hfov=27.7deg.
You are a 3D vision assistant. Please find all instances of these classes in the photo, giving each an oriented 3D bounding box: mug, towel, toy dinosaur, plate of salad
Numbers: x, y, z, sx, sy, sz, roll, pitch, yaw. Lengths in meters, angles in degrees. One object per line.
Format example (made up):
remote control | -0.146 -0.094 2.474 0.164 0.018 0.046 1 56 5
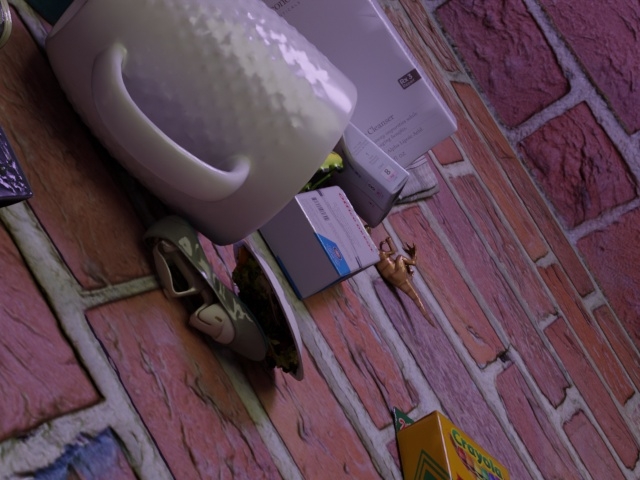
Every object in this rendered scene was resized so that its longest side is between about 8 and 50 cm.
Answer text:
mug | -0.166 -0.176 1.578 0.328 0.276 0.374 41 23 -19
towel | 0.124 -0.220 2.586 0.312 0.056 0.324 59 20 5
toy dinosaur | 0.137 0.062 2.230 0.211 0.064 0.112 48 39 2
plate of salad | -0.075 0.090 1.638 0.200 0.048 0.200 58 -17 28

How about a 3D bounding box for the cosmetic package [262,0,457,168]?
cosmetic package | 0.053 -0.303 2.303 0.385 0.217 0.156 53 11 -9

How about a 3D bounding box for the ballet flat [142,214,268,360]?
ballet flat | -0.147 0.069 1.586 0.068 0.072 0.213 -33 89 -42

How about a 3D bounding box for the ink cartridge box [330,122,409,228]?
ink cartridge box | 0.035 -0.138 2.171 0.232 0.066 0.189 39 -17 5

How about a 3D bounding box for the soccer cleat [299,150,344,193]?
soccer cleat | -0.049 -0.134 2.035 0.121 0.093 0.289 54 20 12

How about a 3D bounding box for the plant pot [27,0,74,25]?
plant pot | -0.275 -0.444 1.746 0.272 0.255 0.272 46 24 -28

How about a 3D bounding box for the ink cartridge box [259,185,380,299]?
ink cartridge box | 0.000 0.000 1.961 0.140 0.082 0.190 60 20 5

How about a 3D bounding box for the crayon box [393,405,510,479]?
crayon box | 0.209 0.387 1.874 0.202 0.081 0.319 41 26 -35

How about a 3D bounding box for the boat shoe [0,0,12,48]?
boat shoe | -0.431 -0.305 1.462 0.224 0.080 0.073 56 26 12

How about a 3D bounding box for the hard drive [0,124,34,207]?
hard drive | -0.404 -0.139 1.307 0.255 0.054 0.172 60 21 8
